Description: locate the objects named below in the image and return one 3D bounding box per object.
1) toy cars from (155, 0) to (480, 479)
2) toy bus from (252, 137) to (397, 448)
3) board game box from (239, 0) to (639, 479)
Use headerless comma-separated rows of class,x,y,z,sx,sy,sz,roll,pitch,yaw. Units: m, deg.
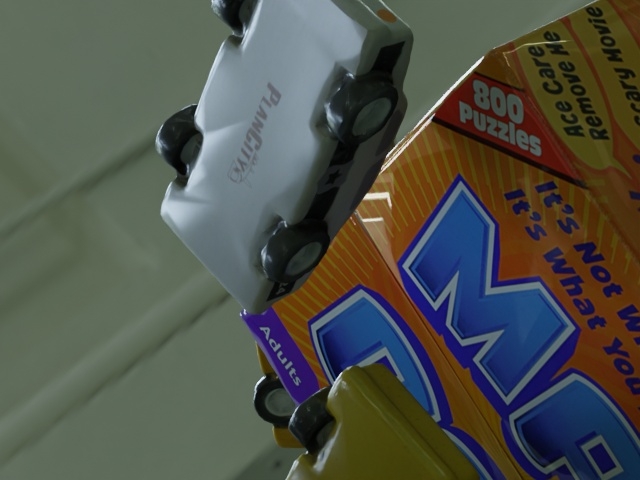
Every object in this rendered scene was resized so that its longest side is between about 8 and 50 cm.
toy cars,0.013,0.039,0.947,0.087,0.393,0.176,-21,17,-40
toy bus,0.000,0.000,1.476,0.108,0.130,0.332,-82,-14,-57
board game box,0.240,0.056,1.084,0.356,0.356,0.356,-27,-9,-31
